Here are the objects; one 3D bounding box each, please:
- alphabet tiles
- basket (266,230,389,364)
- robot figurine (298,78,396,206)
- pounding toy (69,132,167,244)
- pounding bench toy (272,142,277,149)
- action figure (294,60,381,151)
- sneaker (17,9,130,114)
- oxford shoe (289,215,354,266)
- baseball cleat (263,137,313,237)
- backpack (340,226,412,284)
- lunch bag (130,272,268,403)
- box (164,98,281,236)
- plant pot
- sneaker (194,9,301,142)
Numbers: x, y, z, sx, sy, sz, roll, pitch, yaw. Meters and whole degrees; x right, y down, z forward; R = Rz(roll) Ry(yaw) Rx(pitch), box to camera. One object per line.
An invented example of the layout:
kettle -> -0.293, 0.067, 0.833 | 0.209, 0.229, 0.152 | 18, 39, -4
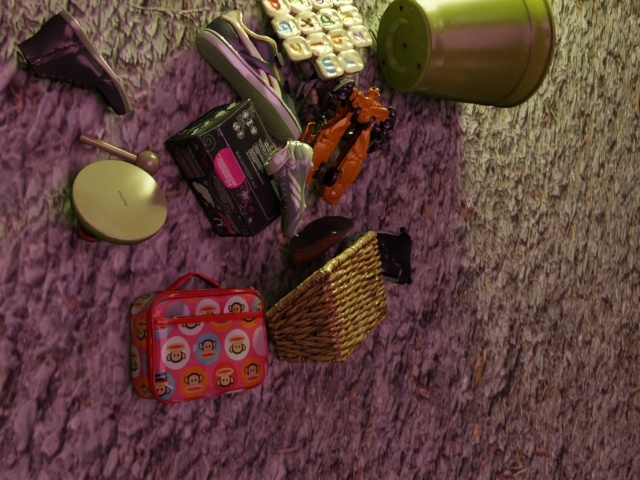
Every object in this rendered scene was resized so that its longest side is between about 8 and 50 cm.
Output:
alphabet tiles -> -0.006, -0.519, 1.732 | 0.278, 0.021, 0.284 | -24, 87, -39
basket -> 0.001, 0.118, 1.645 | 0.299, 0.213, 0.223 | -36, 120, -57
robot figurine -> 0.046, -0.237, 1.704 | 0.211, 0.085, 0.291 | 27, 101, -32
pounding toy -> -0.405, -0.073, 1.417 | 0.183, 0.110, 0.237 | 12, 53, -28
pounding bench toy -> -0.116, -0.195, 1.663 | 0.083, 0.065, 0.052 | -46, 117, -31
action figure -> 0.030, -0.328, 1.772 | 0.285, 0.099, 0.185 | 48, 68, -25
sneaker -> -0.465, -0.311, 1.379 | 0.118, 0.083, 0.222 | -40, 123, -12
oxford shoe -> 0.000, 0.000, 1.772 | 0.212, 0.076, 0.076 | -29, 138, -39
baseball cleat -> -0.077, -0.112, 1.525 | 0.109, 0.072, 0.206 | 16, 75, -27
backpack -> 0.143, 0.042, 1.848 | 0.182, 0.115, 0.152 | 7, 74, -39
lunch bag -> -0.251, 0.196, 1.524 | 0.293, 0.120, 0.258 | -1, 87, -42
box -> -0.186, -0.152, 1.556 | 0.163, 0.142, 0.247 | -43, 118, -33
plant pot -> 0.352, -0.518, 1.901 | 0.353, 0.366, 0.366 | -11, 97, -28
sneaker -> -0.127, -0.366, 1.615 | 0.127, 0.126, 0.321 | -51, 119, -21
